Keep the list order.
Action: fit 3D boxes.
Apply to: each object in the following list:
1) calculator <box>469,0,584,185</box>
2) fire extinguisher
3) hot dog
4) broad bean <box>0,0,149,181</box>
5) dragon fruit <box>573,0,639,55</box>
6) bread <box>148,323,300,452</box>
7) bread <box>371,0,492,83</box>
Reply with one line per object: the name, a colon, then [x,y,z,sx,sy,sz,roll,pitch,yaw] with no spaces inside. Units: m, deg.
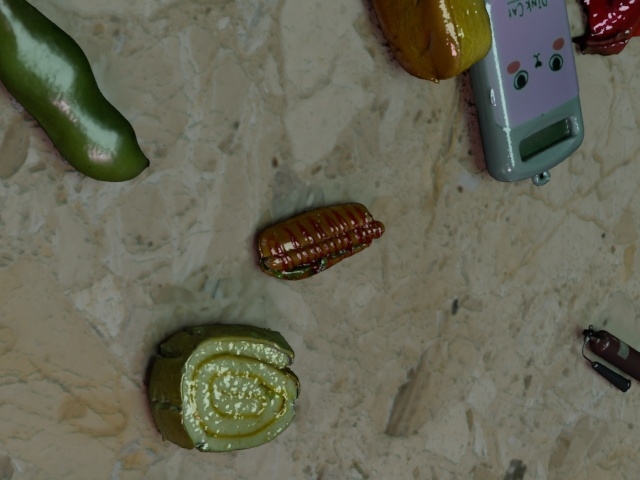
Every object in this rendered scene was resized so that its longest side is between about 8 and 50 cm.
calculator: [0.211,-0.173,1.906,0.141,0.045,0.246,-25,113,-40]
fire extinguisher: [0.340,0.140,2.072,0.173,0.035,0.049,32,117,-36]
hot dog: [0.001,0.000,1.793,0.144,0.038,0.062,-17,107,-33]
broad bean: [-0.261,-0.154,1.569,0.318,0.056,0.098,37,82,-29]
dragon fruit: [0.388,-0.385,1.984,0.282,0.100,0.343,-21,110,-37]
bread: [-0.088,0.138,1.735,0.156,0.064,0.117,5,99,-38]
bread: [0.098,-0.273,1.782,0.094,0.102,0.245,-28,115,-32]
